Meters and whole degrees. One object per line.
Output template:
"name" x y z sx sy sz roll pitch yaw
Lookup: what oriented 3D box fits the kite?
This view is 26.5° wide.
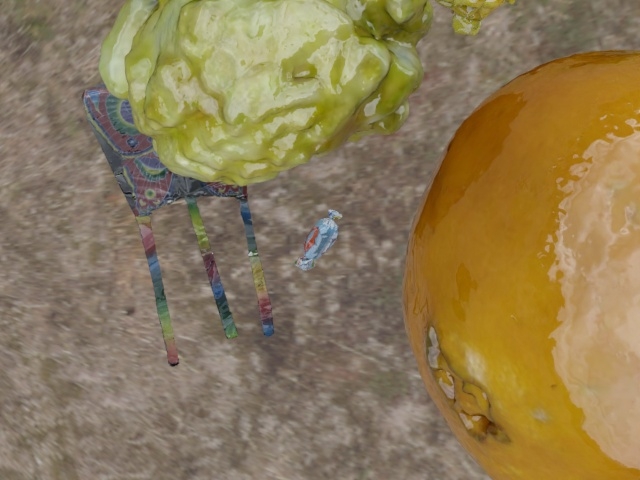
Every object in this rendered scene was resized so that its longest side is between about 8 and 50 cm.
"kite" -0.114 -0.031 1.189 0.152 0.015 0.285 -11 68 -6

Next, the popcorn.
"popcorn" -0.030 -0.152 0.975 0.195 0.255 0.256 54 52 -37

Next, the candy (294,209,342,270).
"candy" 0.001 0.000 1.503 0.030 0.020 0.083 16 120 -36

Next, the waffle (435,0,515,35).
"waffle" 0.213 -0.312 1.261 0.291 0.291 0.051 -36 73 -17

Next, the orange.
"orange" 0.202 0.031 0.863 0.312 0.312 0.312 0 89 -20
